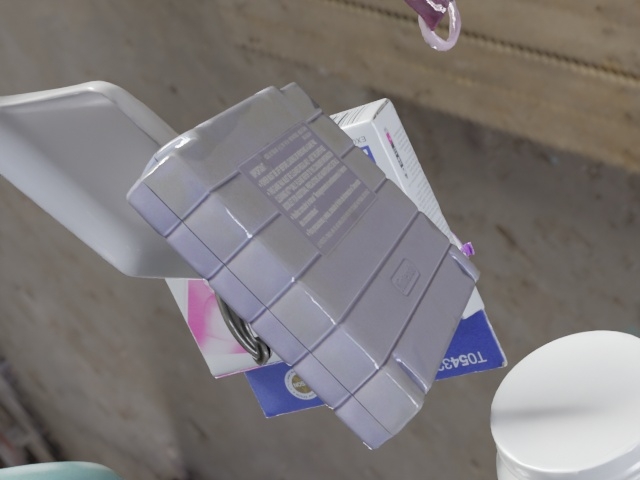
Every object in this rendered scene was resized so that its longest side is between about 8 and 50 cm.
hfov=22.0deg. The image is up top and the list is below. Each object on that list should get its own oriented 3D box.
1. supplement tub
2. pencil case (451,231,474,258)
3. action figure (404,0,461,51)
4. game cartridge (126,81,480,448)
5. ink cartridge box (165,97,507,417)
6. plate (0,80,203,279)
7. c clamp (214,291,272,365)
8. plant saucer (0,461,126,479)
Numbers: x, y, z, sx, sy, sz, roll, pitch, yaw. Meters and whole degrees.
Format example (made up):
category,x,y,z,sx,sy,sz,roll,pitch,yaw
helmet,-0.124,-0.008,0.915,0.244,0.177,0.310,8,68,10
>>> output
category,x,y,z,sx,sy,sz,roll,pitch,yaw
supplement tub,0.340,0.288,1.868,0.241,0.241,0.331,21,148,46
pencil case,0.140,0.070,2.420,0.088,0.206,0.086,16,143,39
action figure,0.005,-0.398,2.032,0.275,0.370,0.248,96,170,-57
game cartridge,0.000,0.000,1.161,0.230,0.068,0.355,42,-163,1
ink cartridge box,-0.007,0.042,1.783,0.324,0.071,0.330,-16,108,30
plate,-0.180,-0.057,1.503,0.278,0.045,0.277,0,144,48
c clamp,-0.009,0.050,1.300,0.022,0.161,0.137,-2,100,56
plant saucer,-0.408,0.343,2.190,0.317,0.318,0.043,126,135,-66
